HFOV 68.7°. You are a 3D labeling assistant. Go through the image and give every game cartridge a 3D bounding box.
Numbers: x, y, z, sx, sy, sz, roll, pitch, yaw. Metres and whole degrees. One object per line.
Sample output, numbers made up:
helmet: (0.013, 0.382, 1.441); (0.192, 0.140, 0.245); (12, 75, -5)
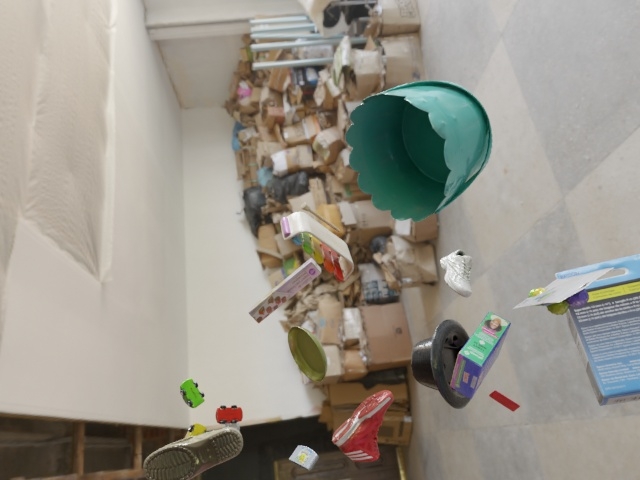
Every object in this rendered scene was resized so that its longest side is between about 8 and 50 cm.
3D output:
game cartridge: (-0.047, 0.633, 1.369); (0.083, 0.056, 0.017); (3, 125, 42)

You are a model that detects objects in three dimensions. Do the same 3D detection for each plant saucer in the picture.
plant saucer: (-0.045, 0.445, 1.862); (0.241, 0.037, 0.240); (30, 131, 42)

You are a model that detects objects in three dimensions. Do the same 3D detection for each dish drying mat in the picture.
dish drying mat: (0.528, 0.460, 1.343); (0.032, 0.083, 0.008); (-58, -1, 31)

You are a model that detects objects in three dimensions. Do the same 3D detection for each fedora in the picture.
fedora: (0.426, 0.436, 1.666); (0.334, 0.153, 0.333); (16, -111, -49)

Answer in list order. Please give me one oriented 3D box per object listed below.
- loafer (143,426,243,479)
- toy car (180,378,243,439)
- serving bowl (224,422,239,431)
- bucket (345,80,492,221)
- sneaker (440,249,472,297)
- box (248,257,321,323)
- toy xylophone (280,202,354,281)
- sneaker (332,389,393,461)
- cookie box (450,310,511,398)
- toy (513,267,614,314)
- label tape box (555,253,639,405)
loafer: (-0.332, 0.574, 1.251); (0.092, 0.269, 0.101); (89, 165, -76)
toy car: (-0.410, 0.580, 1.604); (0.224, 0.239, 0.053); (57, 136, 6)
serving bowl: (-0.343, 0.733, 1.842); (0.084, 0.027, 0.083); (-11, 74, 42)
bucket: (0.211, -0.198, 0.993); (0.281, 0.183, 0.280); (33, 139, 35)
sneaker: (0.525, 0.112, 1.753); (0.115, 0.091, 0.232); (-49, 27, 27)
box: (-0.138, 0.195, 1.817); (0.063, 0.324, 0.067); (49, -171, -10)
toy xylophone: (0.000, 0.000, 1.650); (0.323, 0.081, 0.236); (40, -159, -24)
sneaker: (0.153, 0.552, 1.375); (0.128, 0.221, 0.087); (49, 178, -3)
cookie box: (0.254, 0.182, 0.745); (0.040, 0.107, 0.091); (27, 138, 29)
toy: (0.537, 0.126, 1.035); (0.056, 0.137, 0.237); (58, 175, 7)
label tape box: (0.794, 0.225, 1.211); (0.115, 0.250, 0.347); (53, -153, -49)
